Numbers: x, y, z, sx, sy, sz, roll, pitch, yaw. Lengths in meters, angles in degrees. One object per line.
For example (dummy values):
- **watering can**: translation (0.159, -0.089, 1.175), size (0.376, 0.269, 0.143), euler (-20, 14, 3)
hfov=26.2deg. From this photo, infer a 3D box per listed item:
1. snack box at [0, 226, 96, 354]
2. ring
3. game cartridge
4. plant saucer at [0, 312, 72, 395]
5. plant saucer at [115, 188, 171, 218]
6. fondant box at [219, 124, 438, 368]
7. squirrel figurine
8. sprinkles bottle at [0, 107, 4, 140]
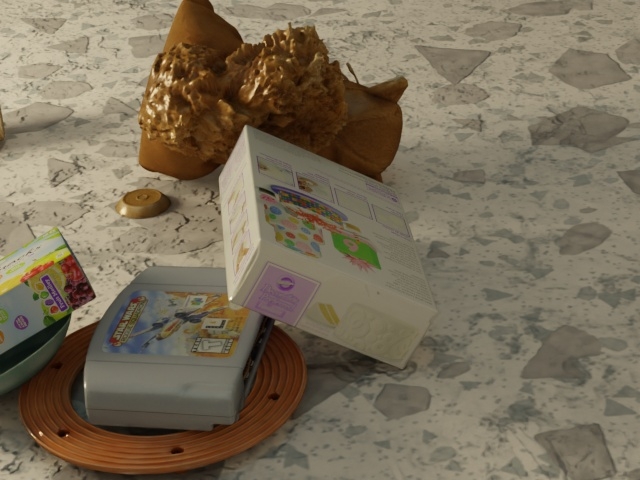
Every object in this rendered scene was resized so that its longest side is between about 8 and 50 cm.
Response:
- **snack box**: translation (-0.385, 0.076, 1.667), size (0.207, 0.070, 0.174), euler (-30, 18, -8)
- **ring**: translation (-0.183, 0.174, 1.613), size (0.336, 0.032, 0.336), euler (-4, 28, 2)
- **game cartridge**: translation (-0.165, 0.118, 1.627), size (0.198, 0.062, 0.297), euler (5, 29, 7)
- **plant saucer**: translation (-0.372, 0.145, 1.634), size (0.195, 0.037, 0.195), euler (-26, 18, 9)
- **plant saucer**: translation (-0.266, -0.059, 2.058), size (0.083, 0.015, 0.083), euler (-3, 29, 1)
- **fondant box**: translation (0.000, 0.000, 1.732), size (0.238, 0.096, 0.330), euler (23, 23, -17)
- **squirrel figurine**: translation (-0.061, -0.181, 1.993), size (0.370, 0.281, 0.397), euler (17, 5, -2)
- **sprinkles bottle**: translation (-0.703, -0.194, 2.247), size (0.355, 0.121, 0.121), euler (-10, 29, -12)
